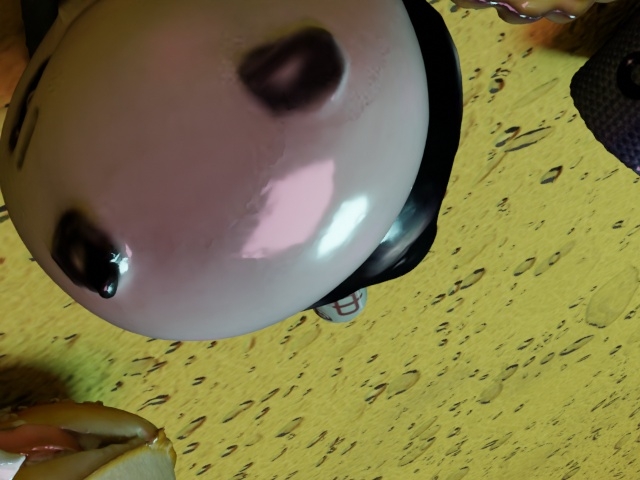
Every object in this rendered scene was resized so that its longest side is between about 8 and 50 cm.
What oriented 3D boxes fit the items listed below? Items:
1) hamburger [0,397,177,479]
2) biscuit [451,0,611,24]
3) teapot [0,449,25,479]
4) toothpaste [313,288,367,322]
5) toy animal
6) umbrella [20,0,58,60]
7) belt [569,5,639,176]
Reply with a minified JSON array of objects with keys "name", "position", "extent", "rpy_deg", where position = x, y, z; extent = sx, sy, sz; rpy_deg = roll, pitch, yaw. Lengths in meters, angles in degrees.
[{"name":"hamburger","position":[-0.183,0.183,1.017],"extent":[0.237,0.147,0.237],"rpy_deg":[-29,168,-7]},{"name":"biscuit","position":[0.108,-0.167,0.826],"extent":[0.183,0.061,0.118],"rpy_deg":[-22,112,-26]},{"name":"teapot","position":[-0.260,0.100,0.828],"extent":[0.226,0.092,0.145],"rpy_deg":[-9,143,-41]},{"name":"toothpaste","position":[0.000,0.000,1.038],"extent":[0.060,0.038,0.233],"rpy_deg":[-33,153,-8]},{"name":"toy animal","position":[-0.034,-0.048,0.701],"extent":[0.187,0.165,0.235],"rpy_deg":[-46,171,14]},{"name":"umbrella","position":[-0.120,-0.112,0.697],"extent":[0.044,0.044,0.269],"rpy_deg":[-53,173,-24]},{"name":"belt","position":[0.268,-0.100,1.063],"extent":[0.230,0.139,0.126],"rpy_deg":[3,137,-51]}]
